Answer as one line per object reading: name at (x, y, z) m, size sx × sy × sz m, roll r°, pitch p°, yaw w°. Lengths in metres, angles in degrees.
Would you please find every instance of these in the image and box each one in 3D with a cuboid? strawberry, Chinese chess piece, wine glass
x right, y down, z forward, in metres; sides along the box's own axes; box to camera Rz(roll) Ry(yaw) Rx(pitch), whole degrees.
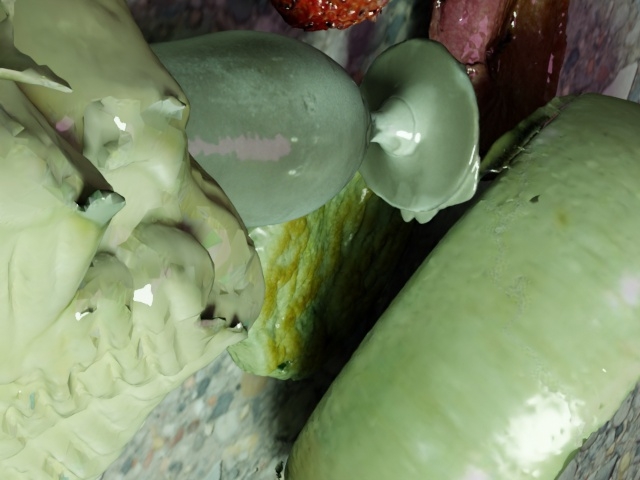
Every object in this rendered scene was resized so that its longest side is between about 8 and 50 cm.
strawberry at (0.002, -0.153, 0.796) m, size 0.083 × 0.083 × 0.096 m, roll -48°, pitch 131°, yaw -26°
Chinese chess piece at (0.123, 0.069, 0.975) m, size 0.349 × 0.146 × 0.349 m, roll -49°, pitch 168°, yaw -14°
wine glass at (-0.025, -0.054, 0.776) m, size 0.222 × 0.103 × 0.103 m, roll -5°, pitch 116°, yaw -41°

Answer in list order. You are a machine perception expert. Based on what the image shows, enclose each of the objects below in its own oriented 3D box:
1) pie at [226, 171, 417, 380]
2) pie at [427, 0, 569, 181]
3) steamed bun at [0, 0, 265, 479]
pie at (0.000, 0.000, 0.934) m, size 0.187 × 0.041 × 0.187 m, roll -36°, pitch 139°, yaw -40°
pie at (0.111, -0.125, 0.993) m, size 0.182 × 0.049 × 0.182 m, roll -39°, pitch 137°, yaw -50°
steamed bun at (-0.183, -0.004, 0.518) m, size 0.280 × 0.207 × 0.268 m, roll -43°, pitch 154°, yaw 16°
